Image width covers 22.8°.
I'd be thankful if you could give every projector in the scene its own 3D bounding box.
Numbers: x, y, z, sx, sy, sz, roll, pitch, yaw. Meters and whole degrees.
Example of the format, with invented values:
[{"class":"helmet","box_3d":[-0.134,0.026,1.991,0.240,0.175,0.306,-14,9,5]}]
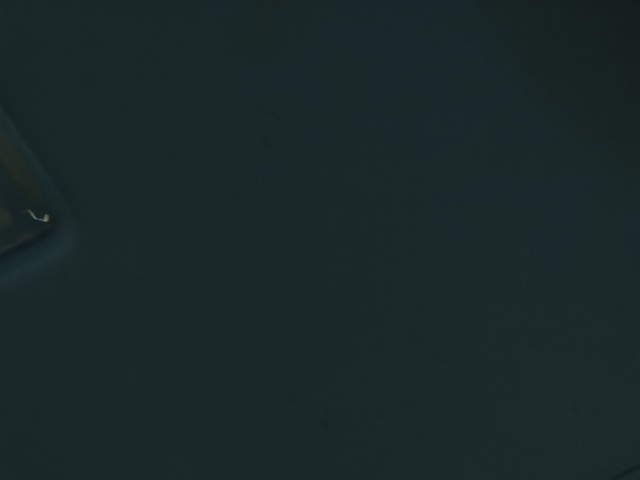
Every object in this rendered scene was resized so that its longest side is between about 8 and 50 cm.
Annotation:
[{"class":"projector","box_3d":[0.000,0.000,0.381,0.257,0.192,0.099,59,-172,-28]}]
